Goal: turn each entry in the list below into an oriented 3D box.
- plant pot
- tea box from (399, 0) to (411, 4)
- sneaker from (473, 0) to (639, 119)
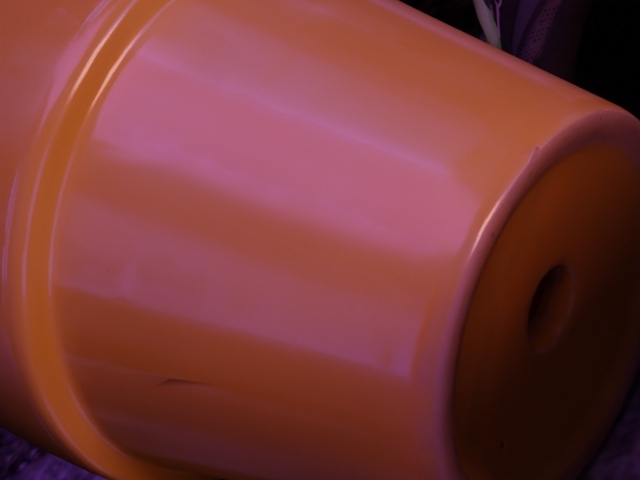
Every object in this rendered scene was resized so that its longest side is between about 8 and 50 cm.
[{"bbox_3d":[0.000,0.000,0.578,0.239,0.254,0.254,18,63,36],"label":"plant pot"},{"bbox_3d":[-0.004,-0.304,0.883,0.323,0.220,0.329,-39,28,-2],"label":"tea box"},{"bbox_3d":[0.279,-0.145,0.548,0.483,0.185,0.202,-18,56,37],"label":"sneaker"}]
